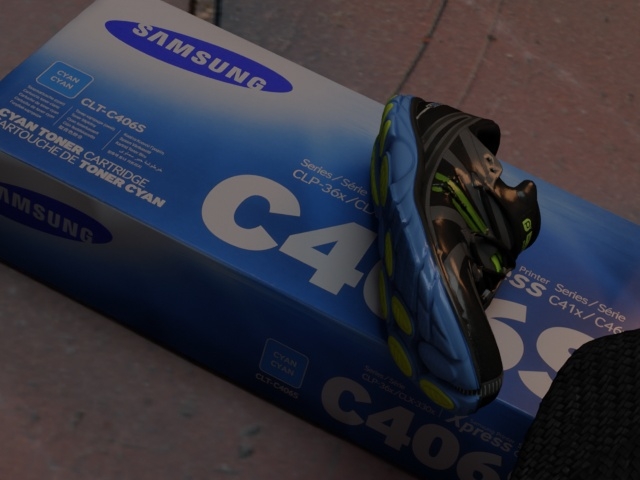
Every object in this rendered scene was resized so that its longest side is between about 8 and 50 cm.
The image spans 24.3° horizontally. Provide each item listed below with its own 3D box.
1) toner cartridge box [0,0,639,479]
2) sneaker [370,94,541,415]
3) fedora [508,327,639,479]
[{"bbox_3d":[0.000,0.000,0.759,0.347,0.075,0.165,26,42,10],"label":"toner cartridge box"},{"bbox_3d":[0.065,-0.002,0.676,0.078,0.067,0.188,4,41,-5],"label":"sneaker"},{"bbox_3d":[0.150,0.142,0.552,0.152,0.334,0.334,-4,36,23],"label":"fedora"}]
